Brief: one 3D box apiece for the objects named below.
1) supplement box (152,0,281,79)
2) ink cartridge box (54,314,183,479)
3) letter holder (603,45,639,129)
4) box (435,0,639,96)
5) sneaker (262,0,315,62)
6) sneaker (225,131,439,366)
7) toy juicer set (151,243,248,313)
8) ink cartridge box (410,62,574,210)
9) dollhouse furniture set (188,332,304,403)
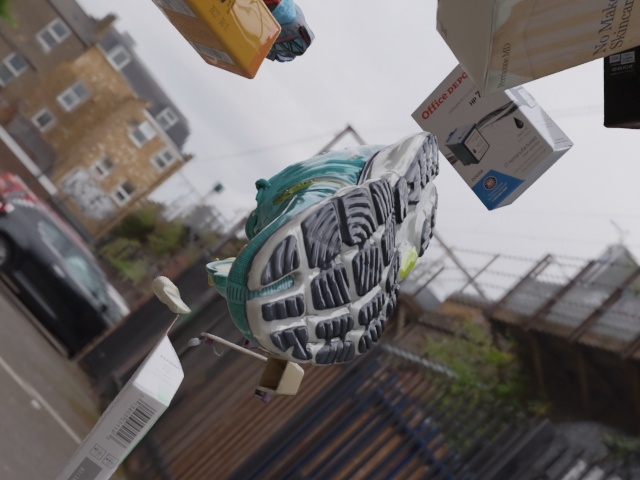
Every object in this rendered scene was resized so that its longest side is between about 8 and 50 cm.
[{"bbox_3d":[-0.130,-0.272,1.150,0.080,0.078,0.233,24,-12,26],"label":"supplement box"},{"bbox_3d":[-0.229,0.205,1.279,0.056,0.181,0.224,38,16,-3],"label":"ink cartridge box"},{"bbox_3d":[0.635,-0.263,1.659,0.302,0.215,0.151,-2,-92,57],"label":"letter holder"},{"bbox_3d":[0.282,-0.277,1.076,0.148,0.311,0.121,83,-17,-55],"label":"box"},{"bbox_3d":[-0.098,-0.328,1.695,0.125,0.104,0.262,43,-11,-25],"label":"sneaker"},{"bbox_3d":[0.000,0.000,0.683,0.110,0.275,0.107,3,-71,19],"label":"sneaker"},{"bbox_3d":[-0.124,0.044,1.551,0.209,0.329,0.089,12,-78,51],"label":"toy juicer set"},{"bbox_3d":[0.246,-0.160,1.518,0.190,0.139,0.082,52,33,14],"label":"ink cartridge box"},{"bbox_3d":[-0.058,0.082,0.878,0.081,0.091,0.114,25,-10,-15],"label":"dollhouse furniture set"}]
